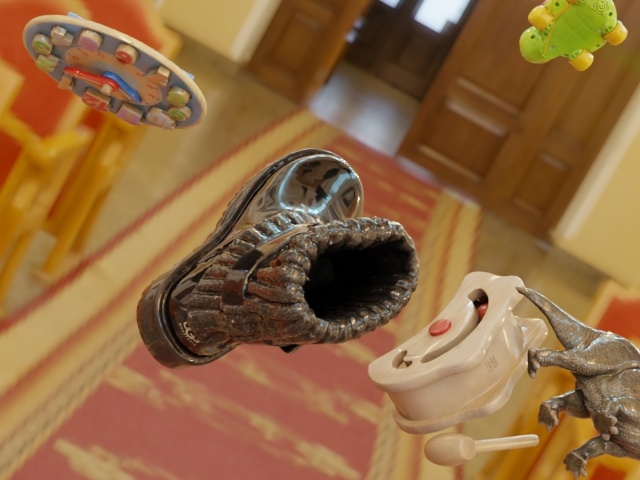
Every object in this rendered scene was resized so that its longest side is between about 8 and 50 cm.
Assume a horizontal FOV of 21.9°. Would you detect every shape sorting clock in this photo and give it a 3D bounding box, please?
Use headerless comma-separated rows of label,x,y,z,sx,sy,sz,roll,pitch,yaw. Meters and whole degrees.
shape sorting clock,-0.215,-0.170,1.724,0.206,0.040,0.206,22,-15,6

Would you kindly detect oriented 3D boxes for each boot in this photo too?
boot,0.002,0.004,1.652,0.260,0.348,0.131,-18,-67,46

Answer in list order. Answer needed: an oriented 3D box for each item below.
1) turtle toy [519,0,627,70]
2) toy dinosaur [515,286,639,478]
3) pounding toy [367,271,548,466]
turtle toy,0.279,-0.243,1.874,0.095,0.130,0.066,43,29,-18
toy dinosaur,0.319,0.167,1.808,0.160,0.121,0.313,-10,37,-34
pounding toy,0.164,0.171,1.911,0.154,0.269,0.155,-10,-61,40
